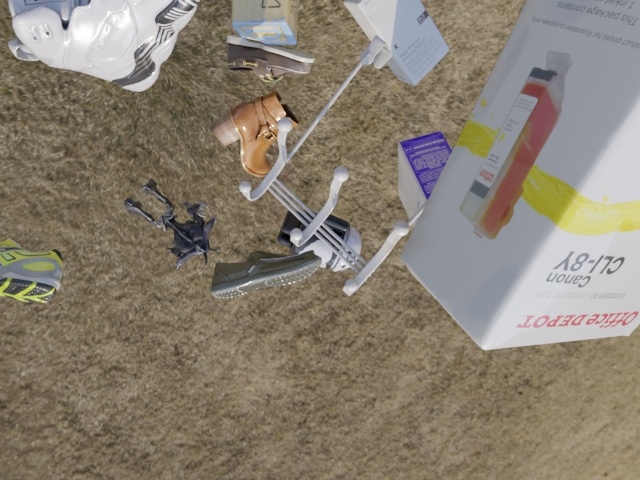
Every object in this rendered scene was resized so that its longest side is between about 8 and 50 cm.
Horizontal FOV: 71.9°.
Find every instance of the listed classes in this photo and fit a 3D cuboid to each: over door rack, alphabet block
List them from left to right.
[{"bbox_3d":[-0.181,-0.788,1.476,0.192,0.193,0.197,4,95,5],"label":"alphabet block"},{"bbox_3d":[0.065,-0.117,0.636,0.239,0.108,0.324,43,92,11],"label":"over door rack"}]

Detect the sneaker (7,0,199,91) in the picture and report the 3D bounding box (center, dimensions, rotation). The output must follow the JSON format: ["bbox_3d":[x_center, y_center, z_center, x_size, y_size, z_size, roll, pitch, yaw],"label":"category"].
[{"bbox_3d":[-0.303,-0.351,0.610,0.210,0.365,0.138,-7,72,-40],"label":"sneaker"}]

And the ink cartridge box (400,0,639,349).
[{"bbox_3d":[0.298,-0.083,0.453,0.278,0.160,0.385,4,122,-29],"label":"ink cartridge box"}]

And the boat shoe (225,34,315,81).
[{"bbox_3d":[-0.147,-0.492,1.219,0.116,0.324,0.097,-16,126,-49],"label":"boat shoe"}]

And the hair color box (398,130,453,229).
[{"bbox_3d":[0.264,-0.044,0.931,0.109,0.339,0.185,-14,145,1],"label":"hair color box"}]

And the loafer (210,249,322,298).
[{"bbox_3d":[-0.122,0.055,0.959,0.250,0.094,0.088,-13,72,-1],"label":"loafer"}]

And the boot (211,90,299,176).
[{"bbox_3d":[-0.162,-0.317,1.332,0.220,0.109,0.283,-23,143,14],"label":"boot"}]

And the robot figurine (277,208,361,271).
[{"bbox_3d":[0.000,0.001,1.479,0.277,0.209,0.174,22,87,-6],"label":"robot figurine"}]

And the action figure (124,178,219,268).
[{"bbox_3d":[-0.354,-0.037,1.125,0.275,0.141,0.164,39,95,11],"label":"action figure"}]

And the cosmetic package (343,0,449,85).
[{"bbox_3d":[0.171,-0.472,0.974,0.117,0.085,0.231,-46,126,7],"label":"cosmetic package"}]

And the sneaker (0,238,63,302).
[{"bbox_3d":[-0.929,0.071,1.243,0.384,0.147,0.145,13,142,-13],"label":"sneaker"}]
